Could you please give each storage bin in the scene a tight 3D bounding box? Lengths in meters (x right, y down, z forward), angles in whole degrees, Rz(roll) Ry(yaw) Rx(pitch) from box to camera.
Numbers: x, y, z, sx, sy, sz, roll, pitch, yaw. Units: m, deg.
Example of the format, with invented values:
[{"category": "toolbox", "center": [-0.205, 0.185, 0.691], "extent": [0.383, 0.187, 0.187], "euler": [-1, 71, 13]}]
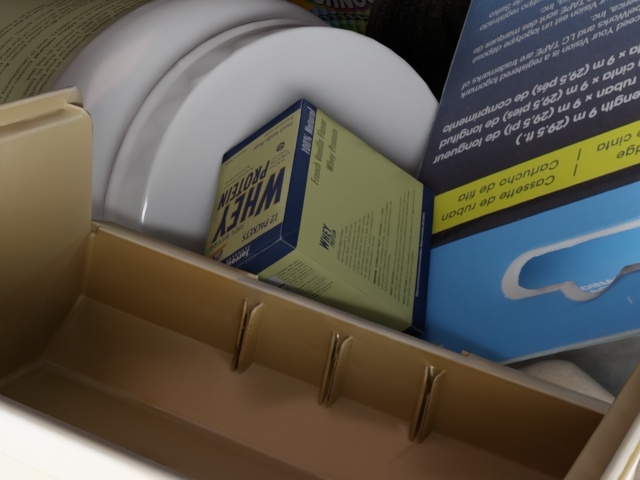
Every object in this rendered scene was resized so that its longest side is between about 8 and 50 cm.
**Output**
[{"category": "storage bin", "center": [-0.036, 0.059, 0.464], "extent": [0.262, 0.123, 0.260], "euler": [19, 22, 19]}]

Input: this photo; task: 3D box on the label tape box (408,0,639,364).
[{"category": "label tape box", "center": [0.178, -0.068, 0.680], "extent": [0.249, 0.115, 0.348], "euler": [-20, 41, 42]}]

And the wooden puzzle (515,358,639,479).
[{"category": "wooden puzzle", "center": [0.025, 0.148, 0.555], "extent": [0.347, 0.081, 0.322], "euler": [0, 23, -28]}]

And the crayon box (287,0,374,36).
[{"category": "crayon box", "center": [0.034, -0.232, 1.223], "extent": [0.278, 0.165, 0.081], "euler": [8, 37, 40]}]

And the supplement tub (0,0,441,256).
[{"category": "supplement tub", "center": [-0.100, -0.026, 0.834], "extent": [0.235, 0.235, 0.324], "euler": [-34, 27, -28]}]

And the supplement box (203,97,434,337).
[{"category": "supplement box", "center": [0.000, 0.000, 0.644], "extent": [0.056, 0.083, 0.083], "euler": [-32, 36, 38]}]

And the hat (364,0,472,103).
[{"category": "hat", "center": [0.196, -0.148, 0.975], "extent": [0.331, 0.331, 0.134], "euler": [-26, 67, -14]}]
